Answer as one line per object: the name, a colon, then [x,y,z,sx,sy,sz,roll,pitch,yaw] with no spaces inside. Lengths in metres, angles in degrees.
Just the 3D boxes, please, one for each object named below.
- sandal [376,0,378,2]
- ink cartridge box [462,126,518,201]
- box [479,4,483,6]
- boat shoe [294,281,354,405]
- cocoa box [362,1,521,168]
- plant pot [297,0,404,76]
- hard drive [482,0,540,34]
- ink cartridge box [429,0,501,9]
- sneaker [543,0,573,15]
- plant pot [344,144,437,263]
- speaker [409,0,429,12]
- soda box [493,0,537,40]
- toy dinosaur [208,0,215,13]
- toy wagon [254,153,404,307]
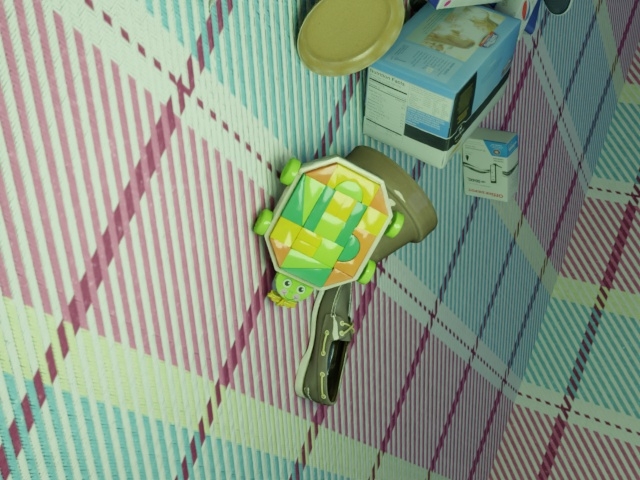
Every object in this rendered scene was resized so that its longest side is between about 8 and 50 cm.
sandal: [0.056,-0.579,1.571,0.086,0.120,0.303,-64,148,-41]
ink cartridge box: [0.516,-0.231,2.360,0.086,0.148,0.203,-43,135,-41]
box: [0.456,-0.718,2.107,0.213,0.117,0.243,-58,143,-24]
boat shoe: [0.030,0.232,1.862,0.116,0.096,0.324,17,88,-57]
cocoa box: [0.285,-0.386,1.835,0.347,0.231,0.228,-48,154,-34]
plant pot: [0.058,-0.436,1.590,0.236,0.032,0.236,-18,147,-12]
hard drive: [0.518,-0.691,2.063,0.318,0.040,0.210,2,100,-56]
ink cartridge box: [0.288,-0.619,1.784,0.371,0.176,0.069,-21,160,-46]
sneaker: [0.597,-0.720,2.038,0.153,0.099,0.282,-41,126,-47]
plant pot: [0.091,-0.046,1.747,0.229,0.263,0.263,-43,139,-11]
speaker: [0.272,-0.625,1.925,0.136,0.055,0.055,-56,143,-27]
soda box: [0.503,-0.614,1.972,0.216,0.069,0.074,-63,144,-16]
toy dinosaur: [-0.119,-0.527,1.240,0.160,0.313,0.121,51,38,-7]
toy wagon: [0.000,0.000,1.600,0.267,0.068,0.344,26,102,-14]
